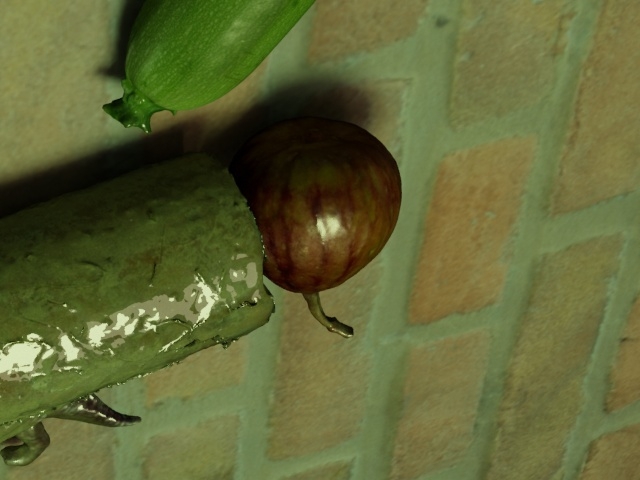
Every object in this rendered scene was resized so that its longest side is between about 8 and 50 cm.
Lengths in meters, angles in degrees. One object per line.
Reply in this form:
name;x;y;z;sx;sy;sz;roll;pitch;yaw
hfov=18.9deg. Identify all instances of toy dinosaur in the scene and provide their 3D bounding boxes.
toy dinosaur;-0.309;0.146;1.699;0.294;0.077;0.162;15;126;-43

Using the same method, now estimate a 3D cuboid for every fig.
fig;-0.015;-0.022;1.633;0.148;0.149;0.202;-3;149;-31

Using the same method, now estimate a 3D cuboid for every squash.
squash;-0.033;-0.221;1.410;0.107;0.107;0.395;15;127;-44

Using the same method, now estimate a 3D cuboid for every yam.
yam;-0.202;0.045;1.572;0.304;0.168;0.168;-19;143;-12
